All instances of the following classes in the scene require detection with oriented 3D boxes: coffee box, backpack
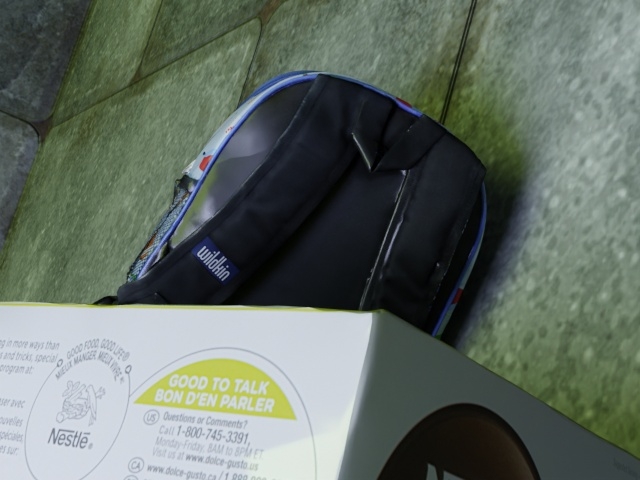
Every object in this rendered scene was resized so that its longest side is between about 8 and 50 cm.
[{"bbox_3d":[-0.035,0.238,0.593,0.338,0.337,0.335,-3,65,42],"label":"coffee box"},{"bbox_3d":[0.000,0.000,0.933,0.263,0.276,0.213,-57,15,11],"label":"backpack"}]
